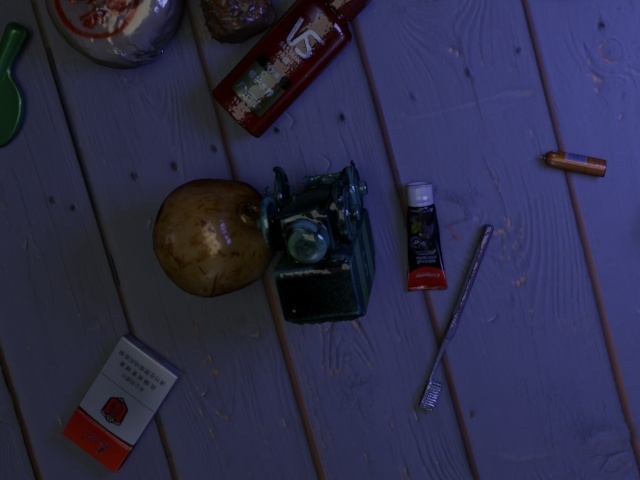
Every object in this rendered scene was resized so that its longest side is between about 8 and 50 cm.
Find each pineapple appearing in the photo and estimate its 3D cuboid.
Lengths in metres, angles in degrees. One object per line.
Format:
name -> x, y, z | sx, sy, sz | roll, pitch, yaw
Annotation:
pineapple -> -0.171, -0.465, 1.403 | 0.128, 0.128, 0.248 | -23, 90, 13

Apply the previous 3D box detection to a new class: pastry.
pastry -> -0.360, -0.433, 1.438 | 0.264, 0.133, 0.265 | 1, 95, 8

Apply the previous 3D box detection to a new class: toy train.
toy train -> 0.000, 0.000, 1.347 | 0.166, 0.299, 0.238 | -7, 109, 13

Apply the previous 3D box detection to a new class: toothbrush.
toothbrush -> 0.242, 0.140, 1.450 | 0.029, 0.024, 0.354 | 18, 101, 2

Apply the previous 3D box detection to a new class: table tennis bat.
table tennis bat -> -0.616, -0.292, 1.554 | 0.160, 0.039, 0.257 | 32, 107, 6

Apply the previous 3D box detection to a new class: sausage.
sausage -> 0.422, -0.130, 1.376 | 0.107, 0.031, 0.031 | 13, 100, 10

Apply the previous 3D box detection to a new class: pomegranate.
pomegranate -> -0.174, -0.014, 1.404 | 0.215, 0.215, 0.216 | 1, 98, 11

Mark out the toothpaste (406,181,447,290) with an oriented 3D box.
toothpaste -> 0.182, -0.004, 1.436 | 0.071, 0.045, 0.194 | -2, 103, 11

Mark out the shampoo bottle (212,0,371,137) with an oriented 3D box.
shampoo bottle -> -0.045, -0.323, 1.417 | 0.314, 0.076, 0.118 | -44, 85, 13

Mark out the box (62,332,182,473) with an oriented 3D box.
box -> -0.384, 0.315, 1.589 | 0.139, 0.035, 0.245 | 36, 102, 4
